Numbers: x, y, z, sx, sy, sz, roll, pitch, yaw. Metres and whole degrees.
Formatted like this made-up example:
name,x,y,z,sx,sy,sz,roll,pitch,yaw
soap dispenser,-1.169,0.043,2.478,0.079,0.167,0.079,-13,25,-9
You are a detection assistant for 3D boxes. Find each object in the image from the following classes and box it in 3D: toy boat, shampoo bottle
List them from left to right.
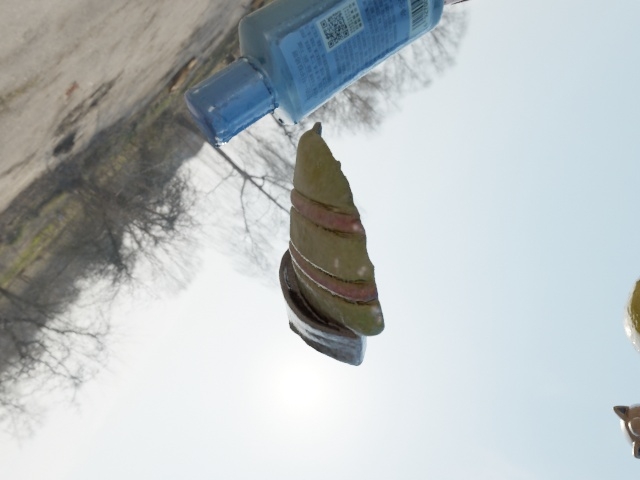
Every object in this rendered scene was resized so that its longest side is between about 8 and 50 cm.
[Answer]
name,x,y,z,sx,sy,sz,roll,pitch,yaw
shampoo bottle,-0.001,-0.174,0.437,0.258,0.103,0.061,-38,-131,-15
toy boat,0.006,0.032,0.707,0.111,0.293,0.276,-14,-133,-19

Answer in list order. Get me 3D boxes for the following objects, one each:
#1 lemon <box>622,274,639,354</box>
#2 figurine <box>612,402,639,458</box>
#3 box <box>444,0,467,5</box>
name,x,y,z,sx,sy,sz,roll,pitch,yaw
lemon,0.758,0.161,1.004,0.258,0.310,0.257,-36,-144,32
figurine,0.749,0.428,1.127,0.125,0.138,0.125,-179,-90,-83
box,0.111,-0.315,0.512,0.111,0.156,0.060,16,-110,56
